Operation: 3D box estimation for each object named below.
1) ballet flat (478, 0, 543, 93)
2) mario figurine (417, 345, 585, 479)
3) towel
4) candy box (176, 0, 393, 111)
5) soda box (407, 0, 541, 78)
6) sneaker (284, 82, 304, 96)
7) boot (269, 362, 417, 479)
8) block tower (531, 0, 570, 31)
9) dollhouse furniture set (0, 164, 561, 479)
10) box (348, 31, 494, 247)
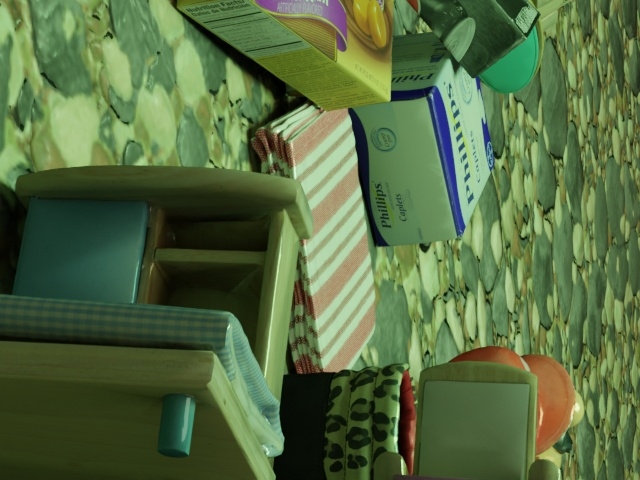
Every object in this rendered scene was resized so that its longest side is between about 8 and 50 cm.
[{"bbox_3d":[0.151,-0.228,1.533,0.232,0.080,0.073,61,16,-52],"label":"ballet flat"},{"bbox_3d":[0.184,0.198,1.395,0.170,0.198,0.320,-61,149,-34],"label":"mario figurine"},{"bbox_3d":[0.000,0.000,1.158,0.144,0.029,0.197,-46,131,-65],"label":"towel"},{"bbox_3d":[-0.017,-0.164,1.062,0.186,0.053,0.109,31,58,-57],"label":"candy box"},{"bbox_3d":[0.088,-0.208,1.274,0.169,0.060,0.053,48,31,-9],"label":"soda box"},{"bbox_3d":[-0.004,-0.132,1.157,0.083,0.032,0.037,-63,144,-55],"label":"sneaker"},{"bbox_3d":[-0.046,0.161,0.777,0.085,0.178,0.236,59,31,-66],"label":"boot"},{"bbox_3d":[0.197,-0.347,1.499,0.097,0.091,0.335,-32,144,-22],"label":"block tower"},{"bbox_3d":[-0.054,0.017,0.633,0.303,0.286,0.198,70,23,-64],"label":"dollhouse furniture set"},{"bbox_3d":[0.081,-0.082,1.320,0.137,0.072,0.126,-59,140,-56],"label":"box"}]
